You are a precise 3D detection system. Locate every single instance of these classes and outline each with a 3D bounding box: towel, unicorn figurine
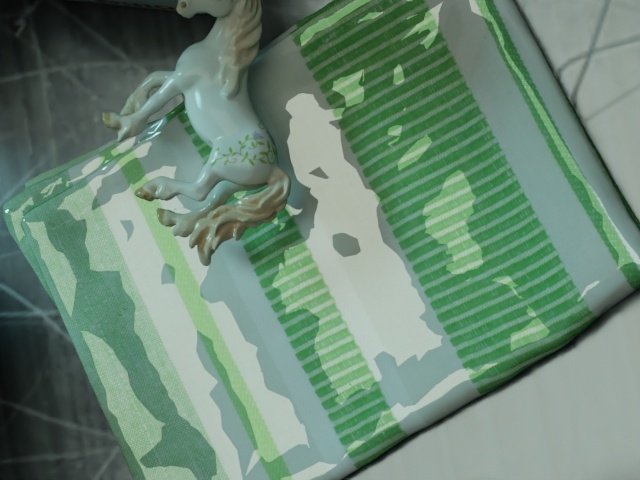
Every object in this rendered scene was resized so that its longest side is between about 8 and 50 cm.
[{"bbox_3d":[0.000,0.000,1.060,0.324,0.038,0.248,-31,76,11],"label":"towel"},{"bbox_3d":[-0.065,-0.077,1.046,0.111,0.060,0.162,-28,93,12],"label":"unicorn figurine"}]

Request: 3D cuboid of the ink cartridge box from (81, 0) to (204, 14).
[{"bbox_3d":[-0.152,-0.189,1.050,0.139,0.190,0.082,8,87,18],"label":"ink cartridge box"}]
